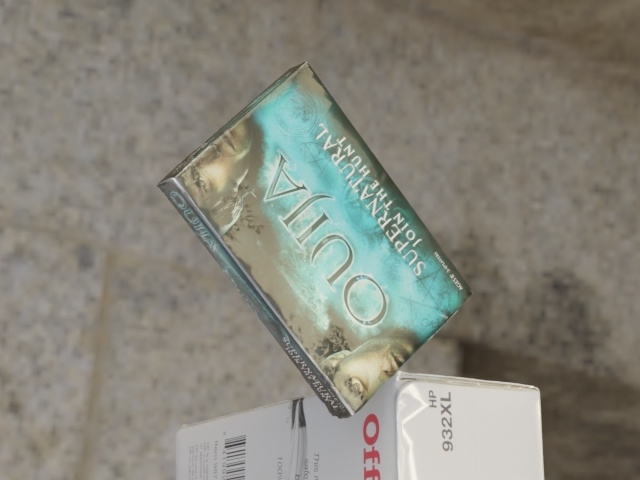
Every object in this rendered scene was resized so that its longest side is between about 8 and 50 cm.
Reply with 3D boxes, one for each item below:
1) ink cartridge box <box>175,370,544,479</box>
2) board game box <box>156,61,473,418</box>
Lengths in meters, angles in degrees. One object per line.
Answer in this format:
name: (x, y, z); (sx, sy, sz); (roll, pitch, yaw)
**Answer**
ink cartridge box: (0.022, 0.228, 1.319); (0.129, 0.223, 0.307); (7, 165, -32)
board game box: (0.000, 0.000, 1.138); (0.186, 0.126, 0.026); (53, 151, -12)
